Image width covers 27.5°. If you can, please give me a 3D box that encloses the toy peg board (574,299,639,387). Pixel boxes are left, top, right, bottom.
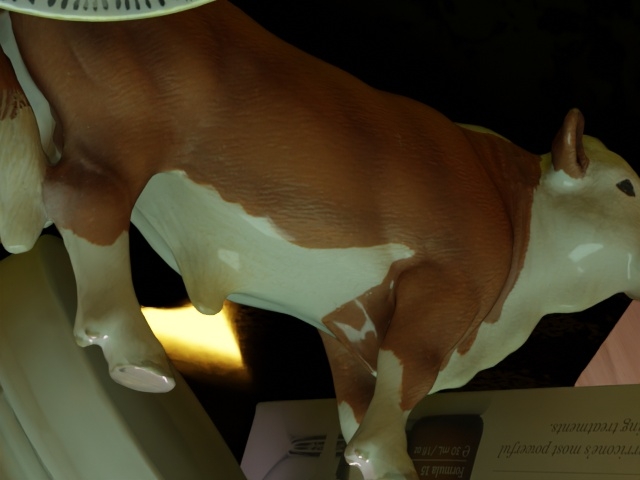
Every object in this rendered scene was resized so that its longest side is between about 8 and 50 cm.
[{"bbox_3d":[0.215,0.091,0.631,0.079,0.161,0.160,-5,143,-20],"label":"toy peg board"}]

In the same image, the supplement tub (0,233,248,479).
[{"bbox_3d":[-0.201,0.172,0.574,0.331,0.241,0.241,-34,136,-1],"label":"supplement tub"}]

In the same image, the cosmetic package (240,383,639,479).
[{"bbox_3d":[0.068,0.210,0.560,0.097,0.284,0.377,25,158,-30],"label":"cosmetic package"}]

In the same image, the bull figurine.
[{"bbox_3d":[0.000,0.000,0.499,0.310,0.188,0.101,23,149,-19],"label":"bull figurine"}]

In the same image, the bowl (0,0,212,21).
[{"bbox_3d":[-0.070,-0.152,0.373,0.170,0.080,0.170,-1,140,-1],"label":"bowl"}]
